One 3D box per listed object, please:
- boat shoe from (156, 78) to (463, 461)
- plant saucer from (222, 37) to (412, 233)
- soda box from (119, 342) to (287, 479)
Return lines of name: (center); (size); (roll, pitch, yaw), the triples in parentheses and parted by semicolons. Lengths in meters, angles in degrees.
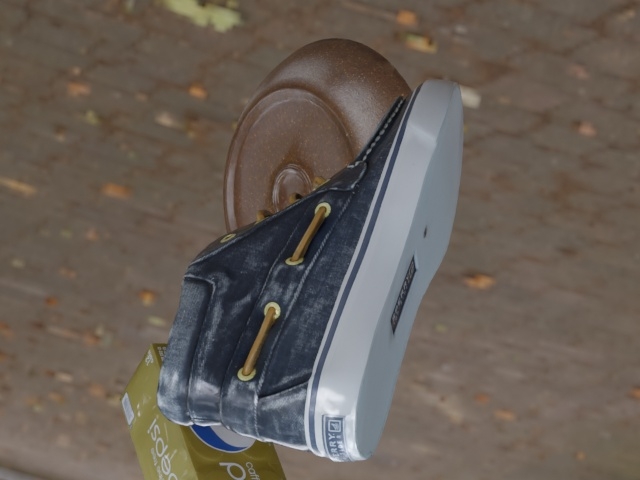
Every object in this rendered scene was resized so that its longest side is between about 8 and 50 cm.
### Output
boat shoe: (0.000, 0.000, 0.667); (0.083, 0.183, 0.065); (8, 139, 17)
plant saucer: (-0.006, -0.027, 1.059); (0.036, 0.198, 0.199); (-2, 180, -39)
soda box: (-0.059, 0.147, 0.990); (0.061, 0.181, 0.058); (4, 136, -32)
